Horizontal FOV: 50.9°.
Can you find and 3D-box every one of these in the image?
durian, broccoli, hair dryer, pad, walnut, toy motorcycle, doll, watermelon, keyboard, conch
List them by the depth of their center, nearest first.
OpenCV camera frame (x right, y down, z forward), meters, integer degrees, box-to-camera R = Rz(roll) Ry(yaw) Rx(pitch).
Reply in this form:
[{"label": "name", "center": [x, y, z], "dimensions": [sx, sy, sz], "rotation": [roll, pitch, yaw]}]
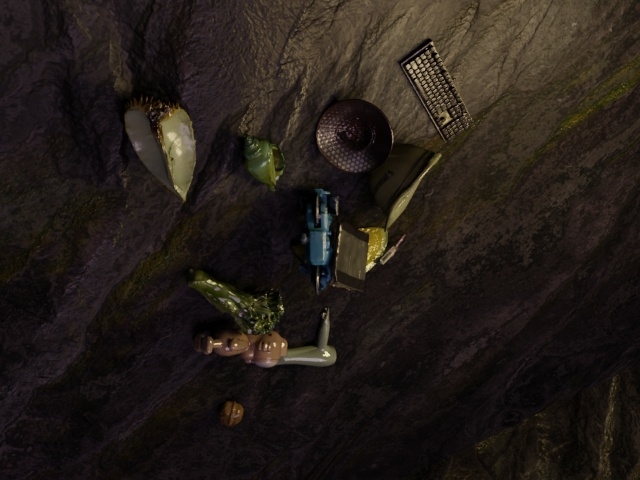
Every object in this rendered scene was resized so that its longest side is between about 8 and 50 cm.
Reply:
[{"label": "durian", "center": [-0.324, -0.205, 1.421], "dimensions": [0.145, 0.139, 0.252], "rotation": [-18, 137, -20]}, {"label": "conch", "center": [-0.132, -0.188, 1.597], "dimensions": [0.095, 0.079, 0.201], "rotation": [-49, 154, 2]}, {"label": "keyboard", "center": [0.305, -0.371, 1.705], "dimensions": [0.106, 0.027, 0.317], "rotation": [-37, 138, 8]}, {"label": "toy motorcycle", "center": [0.000, 0.000, 1.762], "dimensions": [0.124, 0.182, 0.271], "rotation": [1, 95, 5]}, {"label": "pad", "center": [0.083, 0.045, 1.801], "dimensions": [0.022, 0.174, 0.233], "rotation": [3, 173, 24]}, {"label": "broccoli", "center": [-0.240, 0.156, 1.845], "dimensions": [0.304, 0.165, 0.145], "rotation": [30, 71, -34]}, {"label": "watermelon", "center": [0.063, 0.037, 1.921], "dimensions": [0.301, 0.123, 0.129], "rotation": [-13, 114, -22]}, {"label": "doll", "center": [-0.236, 0.308, 1.981], "dimensions": [0.278, 0.154, 0.119], "rotation": [8, 86, -30]}, {"label": "hair dryer", "center": [-0.029, 0.310, 2.167], "dimensions": [0.207, 0.075, 0.237], "rotation": [4, 121, -25]}, {"label": "walnut", "center": [-0.299, 0.578, 2.251], "dimensions": [0.079, 0.082, 0.096], "rotation": [16, 127, -7]}]

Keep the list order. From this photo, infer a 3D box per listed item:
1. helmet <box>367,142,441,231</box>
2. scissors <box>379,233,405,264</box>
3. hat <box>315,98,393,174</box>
[{"label": "helmet", "center": [0.191, -0.163, 1.763], "dimensions": [0.204, 0.137, 0.257], "rotation": [-44, 169, -50]}, {"label": "scissors", "center": [0.208, 0.035, 1.982], "dimensions": [0.085, 0.022, 0.176], "rotation": [-58, 170, 30]}, {"label": "hat", "center": [0.091, -0.265, 1.652], "dimensions": [0.193, 0.082, 0.192], "rotation": [8, 121, 13]}]
